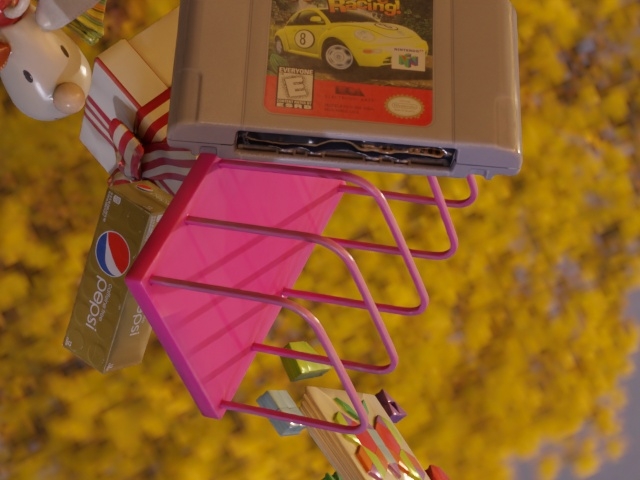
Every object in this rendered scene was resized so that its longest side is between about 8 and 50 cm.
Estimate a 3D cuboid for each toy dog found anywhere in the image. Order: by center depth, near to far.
[{"bbox_3d":[-0.250,-0.206,1.364,0.220,0.334,0.161,-52,-133,8],"label":"toy dog"}]

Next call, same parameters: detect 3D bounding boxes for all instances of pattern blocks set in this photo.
[{"bbox_3d":[0.053,0.221,1.877,0.026,0.285,0.325,-41,172,17],"label":"pattern blocks set"}]

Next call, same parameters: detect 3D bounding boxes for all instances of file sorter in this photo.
[{"bbox_3d":[0.000,0.000,1.580,0.182,0.202,0.290,9,-126,29],"label":"file sorter"}]

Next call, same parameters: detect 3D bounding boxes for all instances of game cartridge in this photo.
[{"bbox_3d":[0.023,-0.150,1.506,0.294,0.060,0.196,4,-128,-4],"label":"game cartridge"}]

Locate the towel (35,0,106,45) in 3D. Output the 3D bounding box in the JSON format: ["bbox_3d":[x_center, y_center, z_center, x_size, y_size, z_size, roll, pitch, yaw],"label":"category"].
[{"bbox_3d":[-0.225,-0.284,1.618,0.021,0.102,0.237,-30,-142,28],"label":"towel"}]

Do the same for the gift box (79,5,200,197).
[{"bbox_3d":[-0.127,-0.128,2.122,0.258,0.276,0.255,-37,166,-22],"label":"gift box"}]

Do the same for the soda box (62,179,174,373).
[{"bbox_3d":[-0.191,0.036,1.732,0.061,0.181,0.058,31,-154,29],"label":"soda box"}]
